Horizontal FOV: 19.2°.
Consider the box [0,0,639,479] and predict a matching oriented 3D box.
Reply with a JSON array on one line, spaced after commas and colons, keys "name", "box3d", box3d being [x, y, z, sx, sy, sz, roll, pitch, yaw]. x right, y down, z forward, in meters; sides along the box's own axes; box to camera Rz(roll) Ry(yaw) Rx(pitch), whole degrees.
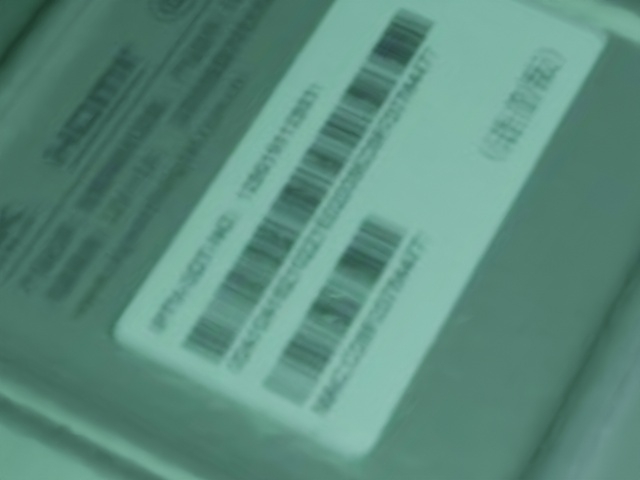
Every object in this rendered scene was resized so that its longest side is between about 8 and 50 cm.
[{"name": "box", "box3d": [0.000, 0.000, 0.770, 0.396, 0.111, 0.396, 25, 62, 13]}]
